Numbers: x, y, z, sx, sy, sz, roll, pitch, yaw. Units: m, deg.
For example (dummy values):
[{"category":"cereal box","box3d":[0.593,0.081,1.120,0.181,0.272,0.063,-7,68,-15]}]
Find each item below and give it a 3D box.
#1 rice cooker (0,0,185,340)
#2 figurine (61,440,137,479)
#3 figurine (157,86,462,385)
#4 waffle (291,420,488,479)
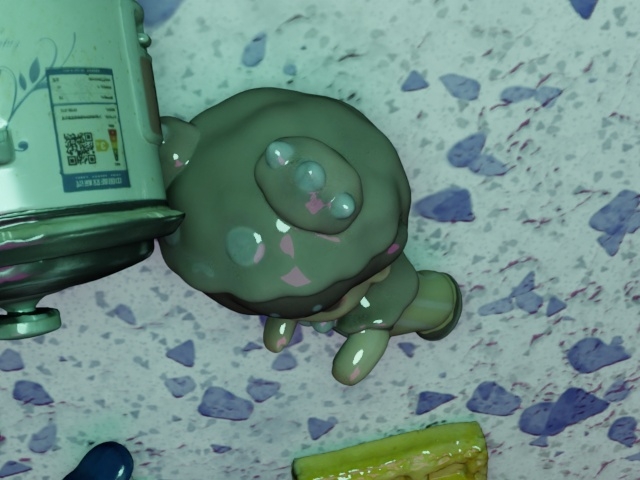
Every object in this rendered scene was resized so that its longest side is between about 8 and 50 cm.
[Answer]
[{"category":"rice cooker","box3d":[-0.243,-0.073,0.945,0.264,0.317,0.317,-9,127,-6]},{"category":"figurine","box3d":[-0.268,0.363,1.352,0.283,0.204,0.338,26,109,-14]},{"category":"figurine","box3d":[0.000,0.001,1.140,0.380,0.248,0.203,43,69,-50]},{"category":"waffle","box3d":[0.086,0.324,1.487,0.221,0.055,0.248,-11,128,-6]}]
